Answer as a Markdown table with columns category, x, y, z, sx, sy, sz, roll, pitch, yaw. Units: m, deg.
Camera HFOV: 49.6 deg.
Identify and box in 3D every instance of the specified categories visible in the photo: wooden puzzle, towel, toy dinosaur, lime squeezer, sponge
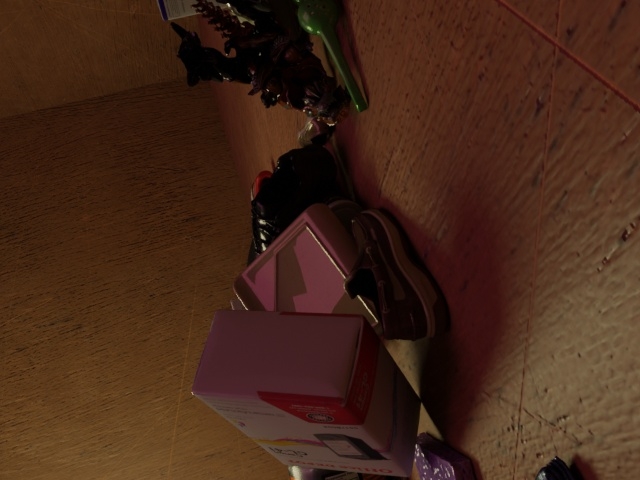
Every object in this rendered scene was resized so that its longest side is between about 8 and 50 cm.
| category | x | y | z | sx | sy | sz | roll | pitch | yaw |
| --- | --- | --- | --- | --- | --- | --- | --- | --- | --- |
| wooden puzzle | -0.007 | 0.088 | 1.100 | 0.239 | 0.044 | 0.221 | -42 | 81 | 33 |
| towel | 0.218 | 0.252 | 0.634 | 0.119 | 0.029 | 0.067 | 86 | 165 | -48 |
| toy dinosaur | -0.098 | -0.273 | 1.028 | 0.322 | 0.218 | 0.164 | 19 | 93 | 32 |
| lime squeezer | -0.001 | -0.322 | 0.973 | 0.110 | 0.059 | 0.310 | 34 | -154 | -50 |
| sponge | 0.183 | 0.354 | 1.002 | 0.210 | 0.031 | 0.117 | 146 | 108 | -80 |

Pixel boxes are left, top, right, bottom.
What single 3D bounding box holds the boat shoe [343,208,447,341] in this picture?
| category | x | y | z | sx | sy | sz | roll | pitch | yaw |
| --- | --- | --- | --- | --- | --- | --- | --- | --- | --- |
| boat shoe | 0.074 | 0.039 | 0.926 | 0.257 | 0.095 | 0.095 | -120 | 17 | -57 |

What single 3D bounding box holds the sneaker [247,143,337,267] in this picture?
| category | x | y | z | sx | sy | sz | roll | pitch | yaw |
| --- | --- | --- | --- | --- | --- | --- | --- | --- | --- |
| sneaker | -0.076 | -0.030 | 1.167 | 0.130 | 0.109 | 0.286 | -11 | -58 | -62 |

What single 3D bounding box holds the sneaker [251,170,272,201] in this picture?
| category | x | y | z | sx | sy | sz | roll | pitch | yaw |
| --- | --- | --- | --- | --- | --- | --- | --- | --- | --- |
| sneaker | -0.139 | -0.077 | 1.993 | 0.118 | 0.107 | 0.279 | 113 | 139 | -61 |

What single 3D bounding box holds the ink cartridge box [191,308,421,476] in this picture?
| category | x | y | z | sx | sy | sz | roll | pitch | yaw |
| --- | --- | --- | --- | --- | --- | --- | --- | --- | --- |
| ink cartridge box | -0.004 | 0.223 | 0.983 | 0.306 | 0.226 | 0.131 | 58 | -142 | -48 |

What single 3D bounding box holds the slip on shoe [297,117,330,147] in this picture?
| category | x | y | z | sx | sy | sz | roll | pitch | yaw |
| --- | --- | --- | --- | --- | --- | --- | --- | --- | --- |
| slip on shoe | -0.007 | -0.180 | 1.204 | 0.135 | 0.052 | 0.041 | 130 | 127 | -69 |

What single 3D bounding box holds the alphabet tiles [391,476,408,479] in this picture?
| category | x | y | z | sx | sy | sz | roll | pitch | yaw |
| --- | --- | --- | --- | --- | --- | --- | --- | --- | --- |
| alphabet tiles | 0.176 | 0.572 | 1.465 | 0.342 | 0.011 | 0.285 | -176 | 71 | -80 |

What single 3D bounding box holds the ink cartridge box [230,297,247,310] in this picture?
| category | x | y | z | sx | sy | sz | roll | pitch | yaw |
| --- | --- | --- | --- | --- | --- | --- | --- | --- | --- |
| ink cartridge box | -0.045 | 0.177 | 1.423 | 0.100 | 0.237 | 0.171 | 87 | 165 | -63 |

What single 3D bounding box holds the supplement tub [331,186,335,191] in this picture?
| category | x | y | z | sx | sy | sz | roll | pitch | yaw |
| --- | --- | --- | --- | --- | --- | --- | --- | --- | --- |
| supplement tub | -0.015 | -0.034 | 1.274 | 0.117 | 0.117 | 0.190 | 138 | 117 | -80 |

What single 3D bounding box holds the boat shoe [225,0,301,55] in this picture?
| category | x | y | z | sx | sy | sz | roll | pitch | yaw |
| --- | --- | --- | --- | --- | --- | --- | --- | --- | --- |
| boat shoe | -0.078 | -0.366 | 1.169 | 0.109 | 0.091 | 0.305 | 25 | 167 | 20 |

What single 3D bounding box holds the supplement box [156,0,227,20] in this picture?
| category | x | y | z | sx | sy | sz | roll | pitch | yaw |
| --- | --- | --- | --- | --- | --- | --- | --- | --- | --- |
| supplement box | -0.234 | -0.540 | 1.416 | 0.111 | 0.220 | 0.113 | -116 | 13 | -52 |

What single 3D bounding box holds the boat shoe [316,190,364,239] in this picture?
| category | x | y | z | sx | sy | sz | roll | pitch | yaw |
| --- | --- | --- | --- | --- | --- | --- | --- | --- | --- |
| boat shoe | 0.039 | 0.065 | 1.166 | 0.091 | 0.114 | 0.302 | -125 | 34 | -66 |

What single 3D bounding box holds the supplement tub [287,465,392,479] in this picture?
| category | x | y | z | sx | sy | sz | roll | pitch | yaw |
| --- | --- | --- | --- | --- | --- | --- | --- | --- | --- |
| supplement tub | 0.054 | 0.538 | 1.452 | 0.207 | 0.207 | 0.337 | 146 | 109 | -80 |
